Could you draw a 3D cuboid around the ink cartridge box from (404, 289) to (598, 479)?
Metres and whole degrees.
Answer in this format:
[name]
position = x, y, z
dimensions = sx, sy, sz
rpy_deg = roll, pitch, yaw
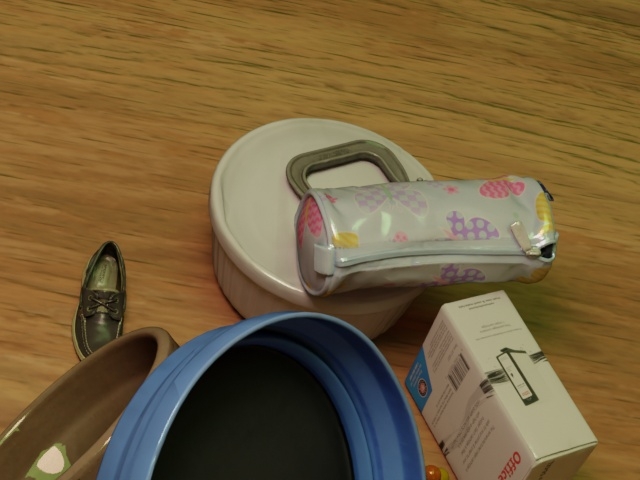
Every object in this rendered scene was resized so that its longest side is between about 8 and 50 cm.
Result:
[ink cartridge box]
position = 0.185, 0.179, 1.687
dimensions = 0.086, 0.148, 0.203
rpy_deg = -12, 56, -27

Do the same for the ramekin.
[ramekin]
position = 0.000, 0.000, 1.797
dimensions = 0.273, 0.127, 0.273
rpy_deg = 9, 50, -10

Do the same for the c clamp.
[c clamp]
position = 0.047, -0.059, 1.760
dimensions = 0.160, 0.022, 0.137
rpy_deg = -11, 55, -25

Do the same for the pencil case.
[pencil case]
position = 0.109, -0.002, 1.670
dimensions = 0.273, 0.113, 0.124
rpy_deg = -2, 36, -18

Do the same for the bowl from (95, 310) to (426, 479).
[bowl]
position = -0.048, 0.254, 1.382
dimensions = 0.077, 0.391, 0.391
rpy_deg = 1, 35, 39

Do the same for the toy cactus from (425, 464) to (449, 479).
[toy cactus]
position = 0.048, 0.300, 1.588
dimensions = 0.180, 0.112, 0.219
rpy_deg = -2, 60, -6

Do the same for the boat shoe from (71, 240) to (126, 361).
[boat shoe]
position = -0.237, 0.066, 1.722
dimensions = 0.056, 0.049, 0.152
rpy_deg = 4, 50, -14

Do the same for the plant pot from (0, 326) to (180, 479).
[plant pot]
position = -0.164, 0.245, 1.462
dimensions = 0.229, 0.263, 0.263
rpy_deg = 48, 47, -17
